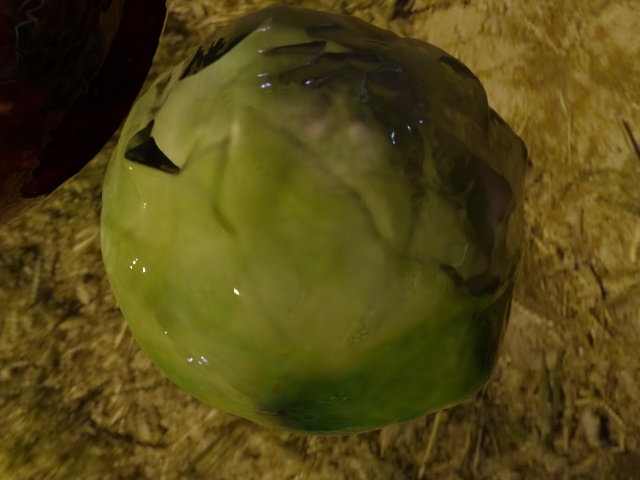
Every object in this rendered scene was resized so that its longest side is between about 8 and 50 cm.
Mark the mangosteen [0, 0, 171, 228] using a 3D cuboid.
[{"bbox_3d":[-0.148,-0.086,0.421,0.215,0.257,0.215,0,82,-2],"label":"mangosteen"}]

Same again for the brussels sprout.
[{"bbox_3d":[-0.003,0.004,0.480,0.152,0.122,0.149,-9,146,22],"label":"brussels sprout"}]
